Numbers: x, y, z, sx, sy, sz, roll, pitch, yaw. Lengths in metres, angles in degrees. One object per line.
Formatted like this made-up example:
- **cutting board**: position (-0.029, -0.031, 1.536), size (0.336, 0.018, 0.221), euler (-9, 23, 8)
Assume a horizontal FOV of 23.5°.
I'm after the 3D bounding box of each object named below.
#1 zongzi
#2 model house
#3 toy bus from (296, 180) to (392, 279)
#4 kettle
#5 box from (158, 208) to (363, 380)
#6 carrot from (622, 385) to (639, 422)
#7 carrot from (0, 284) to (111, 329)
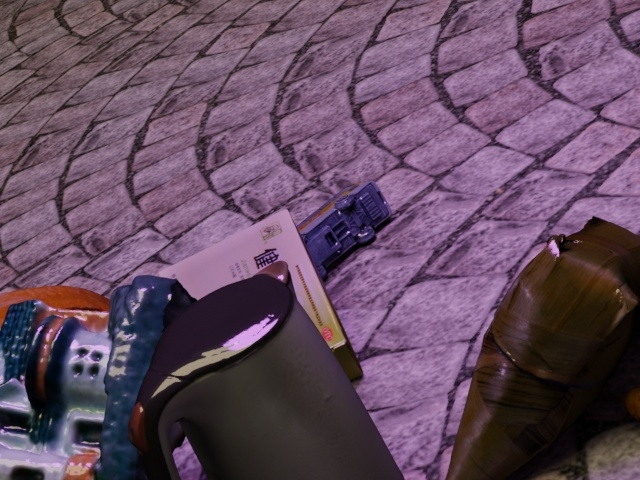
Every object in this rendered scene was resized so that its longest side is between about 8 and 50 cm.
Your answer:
- **zongzi**: position (0.214, 0.124, 1.484), size (0.289, 0.123, 0.260), euler (-63, -14, 16)
- **model house**: position (-0.276, 0.156, 1.515), size (0.291, 0.184, 0.253), euler (5, 75, 10)
- **toy bus**: position (0.000, 0.000, 1.935), size (0.190, 0.064, 0.075), euler (-40, 17, -24)
- **kettle**: position (-0.058, 0.184, 1.415), size (0.165, 0.255, 0.240), euler (6, 41, 45)
- **box**: position (-0.074, 0.092, 1.759), size (0.175, 0.062, 0.260), euler (-26, 39, 1)
- **carrot**: position (0.363, 0.161, 1.273), size (0.066, 0.066, 0.314), euler (-38, 27, -22)
- **carrot**: position (-0.329, 0.179, 1.702), size (0.307, 0.258, 0.100), euler (-34, 42, -7)
